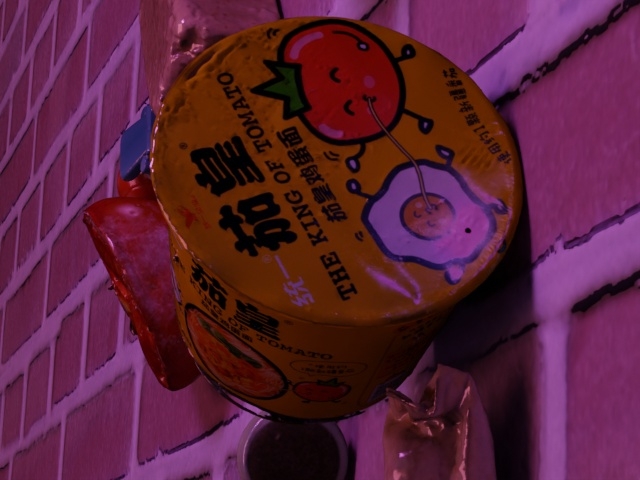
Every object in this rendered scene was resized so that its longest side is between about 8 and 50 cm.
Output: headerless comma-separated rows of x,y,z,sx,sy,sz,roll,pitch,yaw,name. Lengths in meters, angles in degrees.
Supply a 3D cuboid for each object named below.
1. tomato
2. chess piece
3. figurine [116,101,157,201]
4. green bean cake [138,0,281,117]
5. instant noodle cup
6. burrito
-0.113,0.031,1.495,0.139,0.091,0.159,132,115,-78,tomato
-0.022,0.130,1.190,0.103,0.067,0.067,175,101,-82,chess piece
-0.135,-0.060,1.621,0.140,0.075,0.068,124,148,-54,figurine
-0.087,-0.168,1.480,0.179,0.085,0.109,-100,23,-47,green bean cake
0.000,0.000,0.986,0.144,0.182,0.182,103,166,-57,instant noodle cup
0.057,0.171,0.899,0.087,0.060,0.226,151,123,-65,burrito
